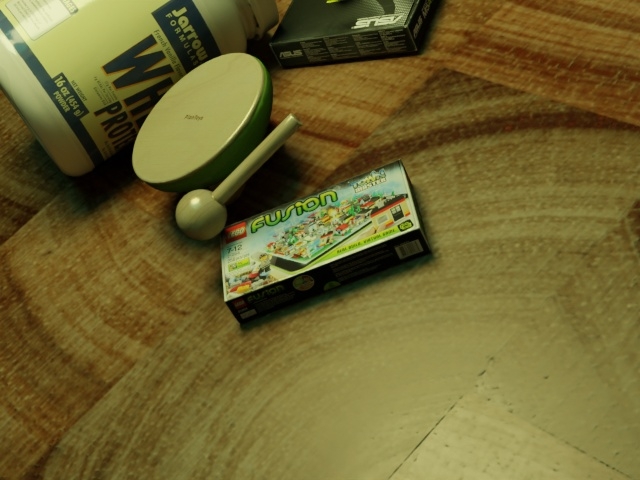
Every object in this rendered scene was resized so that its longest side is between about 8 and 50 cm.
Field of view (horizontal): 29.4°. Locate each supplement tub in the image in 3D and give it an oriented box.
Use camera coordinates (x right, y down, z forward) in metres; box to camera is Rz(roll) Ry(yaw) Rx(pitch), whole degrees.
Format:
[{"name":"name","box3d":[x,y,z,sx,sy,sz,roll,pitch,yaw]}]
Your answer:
[{"name":"supplement tub","box3d":[-0.238,-0.256,1.482,0.325,0.235,0.235,-36,41,-8]}]

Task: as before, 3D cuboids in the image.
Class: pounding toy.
[{"name":"pounding toy","box3d":[-0.096,-0.092,1.331,0.183,0.110,0.237,-42,37,5]}]

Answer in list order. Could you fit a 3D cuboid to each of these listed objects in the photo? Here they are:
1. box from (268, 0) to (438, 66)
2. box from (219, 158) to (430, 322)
[{"name":"box","box3d":[0.053,-0.295,1.503,0.191,0.045,0.184,-2,44,30]},{"name":"box","box3d":[0.000,0.000,1.232,0.207,0.036,0.114,-21,40,9]}]
